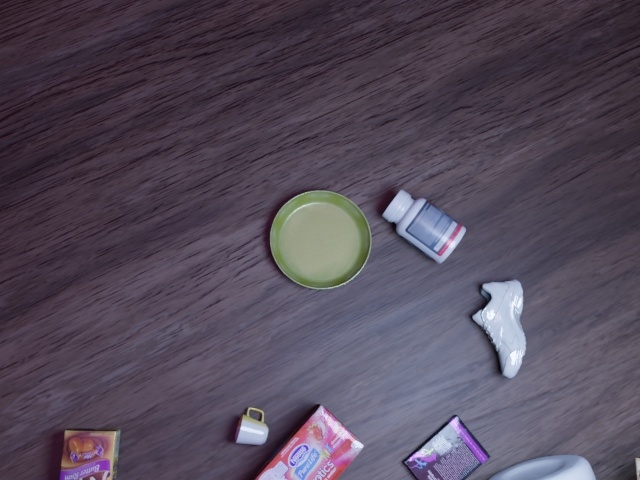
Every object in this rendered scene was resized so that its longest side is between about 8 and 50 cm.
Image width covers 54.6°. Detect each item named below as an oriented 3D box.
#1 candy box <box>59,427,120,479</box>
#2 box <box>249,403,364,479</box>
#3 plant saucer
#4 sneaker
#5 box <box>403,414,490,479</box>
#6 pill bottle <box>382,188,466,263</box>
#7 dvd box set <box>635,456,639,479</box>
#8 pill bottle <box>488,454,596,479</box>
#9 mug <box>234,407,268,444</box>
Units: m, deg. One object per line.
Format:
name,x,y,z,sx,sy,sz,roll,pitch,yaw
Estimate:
candy box,-0.494,0.500,1.324,0.109,0.053,0.186,2,78,-4
box,-0.041,0.486,1.323,0.128,0.122,0.257,42,78,5
plant saucer,0.000,0.000,1.482,0.241,0.037,0.240,1,76,-4
sneaker,0.412,0.205,1.448,0.115,0.090,0.232,2,68,3
box,0.283,0.490,1.394,0.162,0.029,0.116,-37,81,-12
pill bottle,0.242,-0.038,1.471,0.180,0.108,0.108,36,77,4
dvd box set,0.778,0.669,1.290,0.308,0.062,0.420,14,71,-35
pill bottle,0.509,0.672,1.266,0.229,0.229,0.407,-17,79,-8
mug,-0.148,0.414,1.366,0.064,0.062,0.078,16,83,-8
